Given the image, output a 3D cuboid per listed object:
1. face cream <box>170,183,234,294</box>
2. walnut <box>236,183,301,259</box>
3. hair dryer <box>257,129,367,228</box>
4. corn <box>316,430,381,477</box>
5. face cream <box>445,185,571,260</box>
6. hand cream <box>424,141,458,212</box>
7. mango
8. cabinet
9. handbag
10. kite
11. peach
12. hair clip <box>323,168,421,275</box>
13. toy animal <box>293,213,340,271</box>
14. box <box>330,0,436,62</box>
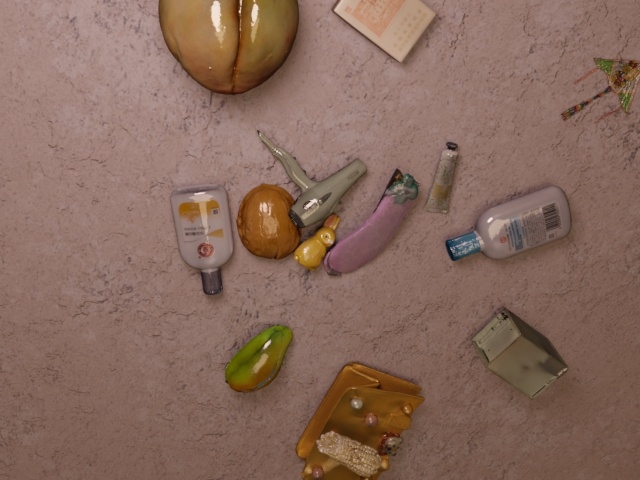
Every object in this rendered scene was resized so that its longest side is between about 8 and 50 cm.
[{"bbox_3d":[-0.295,0.001,1.501,0.144,0.071,0.291,-5,115,-6],"label":"face cream"},{"bbox_3d":[-0.131,-0.033,1.501,0.167,0.087,0.211,-10,115,-2],"label":"walnut"},{"bbox_3d":[-0.007,-0.187,1.462,0.229,0.092,0.267,-23,98,-13],"label":"hair dryer"},{"bbox_3d":[0.088,0.606,1.679,0.087,0.087,0.211,-45,120,12],"label":"corn"},{"bbox_3d":[0.508,-0.027,1.601,0.337,0.080,0.163,-20,116,1],"label":"face cream"},{"bbox_3d":[0.323,-0.161,1.538,0.067,0.042,0.194,2,117,-11],"label":"hand cream"},{"bbox_3d":[-0.165,0.335,1.649,0.233,0.111,0.125,-42,125,-3],"label":"mango"},{"bbox_3d":[0.580,0.330,1.729,0.206,0.150,0.145,35,110,-20],"label":"cabinet"},{"bbox_3d":[0.124,0.584,1.797,0.283,0.133,0.401,19,110,-21],"label":"handbag"},{"bbox_3d":[0.733,-0.382,1.518,0.244,0.006,0.198,-36,114,8],"label":"kite"},{"bbox_3d":[-0.189,-0.454,1.227,0.292,0.247,0.292,-16,125,-24],"label":"peach"},{"bbox_3d":[0.139,-0.033,1.553,0.096,0.110,0.358,41,111,20],"label":"hair clip"},{"bbox_3d":[0.000,0.000,1.543,0.159,0.070,0.083,-49,148,4],"label":"toy animal"},{"bbox_3d":[0.144,-0.522,1.342,0.201,0.058,0.141,33,105,-19],"label":"box"}]
